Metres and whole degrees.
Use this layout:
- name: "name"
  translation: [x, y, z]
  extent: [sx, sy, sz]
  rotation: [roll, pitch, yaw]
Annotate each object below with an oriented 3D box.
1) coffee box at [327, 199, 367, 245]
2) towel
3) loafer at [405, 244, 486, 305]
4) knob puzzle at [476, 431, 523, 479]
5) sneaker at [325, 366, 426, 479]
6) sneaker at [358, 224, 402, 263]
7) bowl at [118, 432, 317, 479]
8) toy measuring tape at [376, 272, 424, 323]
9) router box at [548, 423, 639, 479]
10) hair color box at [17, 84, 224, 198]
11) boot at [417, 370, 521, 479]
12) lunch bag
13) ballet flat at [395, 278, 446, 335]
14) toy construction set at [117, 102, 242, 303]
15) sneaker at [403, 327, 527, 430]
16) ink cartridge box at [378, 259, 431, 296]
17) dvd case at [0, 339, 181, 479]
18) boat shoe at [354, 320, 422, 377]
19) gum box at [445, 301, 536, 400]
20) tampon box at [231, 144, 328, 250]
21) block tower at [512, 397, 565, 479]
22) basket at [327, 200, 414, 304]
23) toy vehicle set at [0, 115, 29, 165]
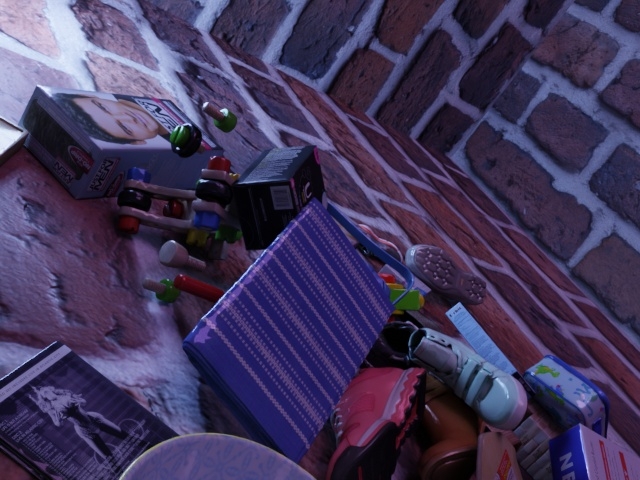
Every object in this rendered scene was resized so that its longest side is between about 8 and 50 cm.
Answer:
- name: "coffee box"
  translation: [0.000, 0.000, 1.512]
  extent: [0.141, 0.098, 0.246]
  rotation: [39, 21, 7]
- name: "towel"
  translation: [-0.031, 0.125, 0.971]
  extent: [0.243, 0.040, 0.336]
  rotation: [55, 49, -18]
- name: "loafer"
  translation: [0.322, 0.098, 1.790]
  extent: [0.111, 0.112, 0.319]
  rotation: [1, -24, 47]
- name: "knob puzzle"
  translation: [0.276, 0.393, 1.061]
  extent: [0.213, 0.030, 0.213]
  rotation: [24, 61, -52]
- name: "sneaker"
  translation: [0.062, 0.292, 1.036]
  extent: [0.136, 0.116, 0.314]
  rotation: [8, 20, 25]
- name: "sneaker"
  translation: [0.144, 0.026, 1.767]
  extent: [0.158, 0.061, 0.065]
  rotation: [35, 48, -2]
- name: "bowl"
  translation: [-0.091, 0.336, 0.592]
  extent: [0.289, 0.156, 0.289]
  rotation: [31, 22, -14]
- name: "toy measuring tape"
  translation: [0.067, 0.121, 1.394]
  extent: [0.330, 0.121, 0.121]
  rotation: [5, 33, -24]
- name: "router box"
  translation: [0.547, 0.531, 1.146]
  extent: [0.301, 0.082, 0.335]
  rotation: [31, 39, -14]
- name: "hair color box"
  translation: [-0.377, -0.192, 1.313]
  extent: [0.185, 0.113, 0.374]
  rotation: [42, 22, 14]
- name: "boot"
  translation: [0.206, 0.316, 1.177]
  extent: [0.283, 0.109, 0.220]
  rotation: [-5, 37, -44]
- name: "lunch bag"
  translation: [0.520, 0.362, 1.405]
  extent: [0.176, 0.090, 0.219]
  rotation: [39, -26, 48]
- name: "ballet flat"
  translation: [0.213, 0.187, 1.512]
  extent: [0.058, 0.084, 0.250]
  rotation: [-22, 55, -22]
- name: "toy construction set"
  translation: [-0.184, -0.014, 1.146]
  extent: [0.237, 0.257, 0.309]
  rotation: [31, 39, -49]
- name: "sneaker"
  translation: [0.238, 0.235, 1.155]
  extent: [0.151, 0.094, 0.256]
  rotation: [24, 7, -21]
- name: "ink cartridge box"
  translation: [0.206, 0.110, 1.666]
  extent: [0.122, 0.052, 0.088]
  rotation: [40, 21, 14]
- name: "dvd case"
  translation: [-0.266, 0.219, 0.758]
  extent: [0.221, 0.018, 0.164]
  rotation: [38, 22, 1]
- name: "boat shoe"
  translation: [0.161, 0.211, 1.330]
  extent: [0.114, 0.091, 0.302]
  rotation: [43, 22, 16]
- name: "gum box"
  translation: [0.339, 0.226, 1.329]
  extent: [0.157, 0.041, 0.184]
  rotation: [43, 10, -50]
- name: "tampon box"
  translation: [-0.061, -0.072, 1.101]
  extent: [0.101, 0.120, 0.161]
  rotation: [-2, 27, 18]
- name: "block tower"
  translation: [0.403, 0.369, 1.378]
  extent: [0.335, 0.091, 0.097]
  rotation: [47, 23, 23]
- name: "basket"
  translation: [0.011, 0.068, 1.206]
  extent: [0.255, 0.201, 0.289]
  rotation: [40, 52, 9]
- name: "toy vehicle set"
  translation: [-0.625, -0.205, 1.063]
  extent: [0.267, 0.035, 0.166]
  rotation: [31, 22, -14]
